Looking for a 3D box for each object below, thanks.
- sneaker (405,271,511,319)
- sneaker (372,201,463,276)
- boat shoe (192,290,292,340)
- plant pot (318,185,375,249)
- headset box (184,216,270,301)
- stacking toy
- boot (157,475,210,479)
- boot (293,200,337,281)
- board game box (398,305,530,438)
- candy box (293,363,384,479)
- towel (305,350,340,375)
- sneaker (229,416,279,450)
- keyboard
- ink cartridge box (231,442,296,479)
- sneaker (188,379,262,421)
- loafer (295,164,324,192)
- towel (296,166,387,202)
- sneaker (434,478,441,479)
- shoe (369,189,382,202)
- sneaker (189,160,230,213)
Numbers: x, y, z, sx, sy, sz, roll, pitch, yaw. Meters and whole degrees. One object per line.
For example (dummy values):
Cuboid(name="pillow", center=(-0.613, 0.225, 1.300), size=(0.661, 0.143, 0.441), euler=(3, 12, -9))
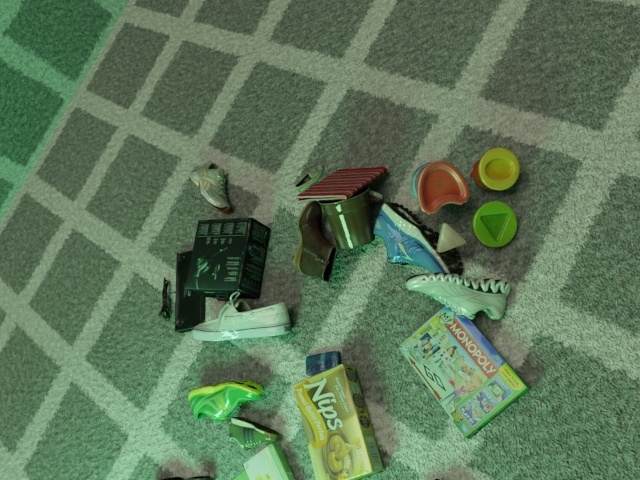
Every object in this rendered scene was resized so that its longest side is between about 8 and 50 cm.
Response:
Cuboid(name="sneaker", center=(0.377, 0.151, 1.683), size=(0.292, 0.110, 0.118), euler=(8, 85, -3))
Cuboid(name="sneaker", center=(0.288, 0.030, 1.851), size=(0.330, 0.129, 0.147), euler=(45, 120, 28))
Cuboid(name="boat shoe", center=(-0.275, 0.250, 2.053), size=(0.367, 0.136, 0.157), euler=(-8, 85, 25))
Cuboid(name="plant pot", center=(0.095, -0.069, 1.942), size=(0.166, 0.167, 0.165), euler=(-8, 108, 28))
Cuboid(name="headset box", center=(-0.330, 0.074, 2.178), size=(0.246, 0.131, 0.283), euler=(-3, 70, 29))
Cuboid(name="stacking toy", center=(0.420, -0.112, 1.787), size=(0.308, 0.130, 0.280), euler=(-9, 93, -7))
Cuboid(name="boot", center=(-0.454, 0.915, 1.974), size=(0.264, 0.096, 0.281), euler=(-10, 74, 19))
Cuboid(name="boot", center=(0.000, 0.000, 2.006), size=(0.207, 0.090, 0.249), euler=(18, 96, 56))
Cuboid(name="board game box", center=(0.389, 0.351, 1.696), size=(0.213, 0.046, 0.317), euler=(-44, 55, 10))
Cuboid(name="candy box", center=(0.049, 0.545, 1.795), size=(0.182, 0.087, 0.317), euler=(-27, 60, 20))
Cuboid(name="towel", center=(0.007, 0.386, 1.919), size=(0.119, 0.029, 0.067), euler=(-16, 63, 25))
Cuboid(name="sneaker", center=(-0.215, 0.627, 1.941), size=(0.192, 0.064, 0.086), euler=(9, 82, 35))
Cuboid(name="keyboard", center=(-0.521, 0.193, 2.308), size=(0.201, 0.033, 0.317), euler=(-13, 64, 19))
Cuboid(name="ink cartridge box", center=(-0.189, 0.762, 1.876), size=(0.235, 0.056, 0.171), euler=(-39, 57, 10))
Cuboid(name="sneaker", center=(-0.306, 0.531, 2.015), size=(0.295, 0.109, 0.124), euler=(-17, 74, 30))
Cuboid(name="loafer", center=(-0.040, -0.223, 2.176), size=(0.125, 0.039, 0.045), euler=(-47, 55, 7))
Cuboid(name="towel", center=(0.074, -0.181, 1.978), size=(0.198, 0.275, 0.031), euler=(0, 114, 36))
Cuboid(name="sneaker", center=(0.227, 0.743, 1.609), size=(0.302, 0.108, 0.121), euler=(-34, 57, 6))
Cuboid(name="shoe", center=(0.123, -0.125, 2.032), size=(0.178, 0.063, 0.081), euler=(9, 78, 38))
Cuboid(name="sneaker", center=(-0.406, -0.216, 2.361), size=(0.121, 0.099, 0.262), euler=(-43, 57, 4))
